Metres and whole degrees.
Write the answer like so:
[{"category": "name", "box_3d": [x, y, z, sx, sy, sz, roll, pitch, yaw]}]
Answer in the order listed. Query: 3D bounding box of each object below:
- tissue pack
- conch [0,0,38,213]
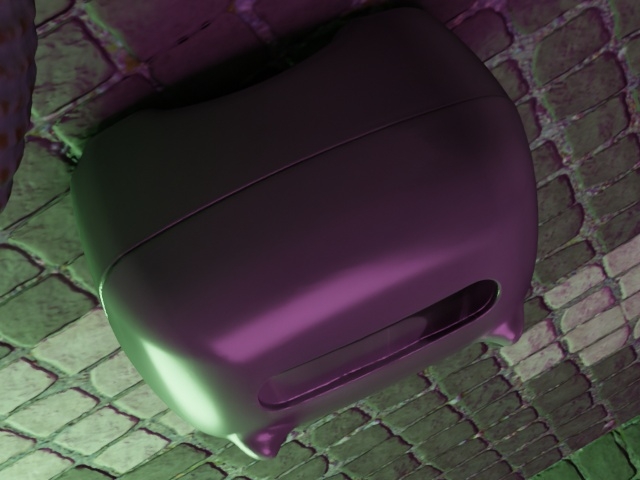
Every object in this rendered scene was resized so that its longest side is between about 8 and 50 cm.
[{"category": "tissue pack", "box_3d": [0.000, 0.000, 1.007, 0.333, 0.236, 0.229, -25, 151, -8]}, {"category": "conch", "box_3d": [-0.276, -0.050, 0.720, 0.319, 0.215, 0.303, -33, 162, 11]}]
